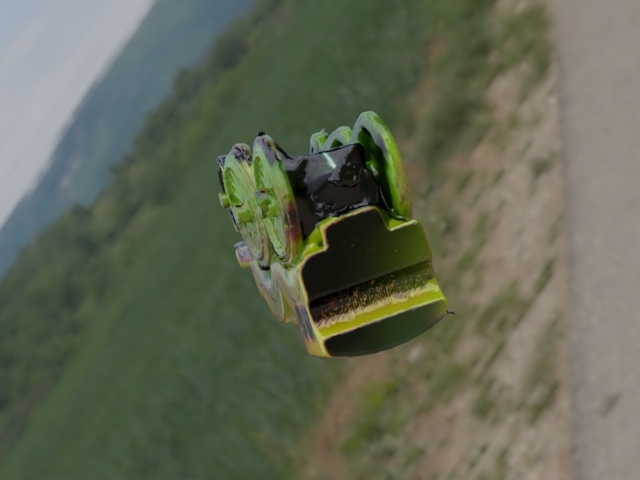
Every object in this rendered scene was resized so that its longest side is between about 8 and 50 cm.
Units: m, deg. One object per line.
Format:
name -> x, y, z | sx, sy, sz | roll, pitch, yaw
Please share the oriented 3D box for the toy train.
toy train -> 0.000, 0.000, 1.335 | 0.101, 0.160, 0.296 | -18, 2, -9
